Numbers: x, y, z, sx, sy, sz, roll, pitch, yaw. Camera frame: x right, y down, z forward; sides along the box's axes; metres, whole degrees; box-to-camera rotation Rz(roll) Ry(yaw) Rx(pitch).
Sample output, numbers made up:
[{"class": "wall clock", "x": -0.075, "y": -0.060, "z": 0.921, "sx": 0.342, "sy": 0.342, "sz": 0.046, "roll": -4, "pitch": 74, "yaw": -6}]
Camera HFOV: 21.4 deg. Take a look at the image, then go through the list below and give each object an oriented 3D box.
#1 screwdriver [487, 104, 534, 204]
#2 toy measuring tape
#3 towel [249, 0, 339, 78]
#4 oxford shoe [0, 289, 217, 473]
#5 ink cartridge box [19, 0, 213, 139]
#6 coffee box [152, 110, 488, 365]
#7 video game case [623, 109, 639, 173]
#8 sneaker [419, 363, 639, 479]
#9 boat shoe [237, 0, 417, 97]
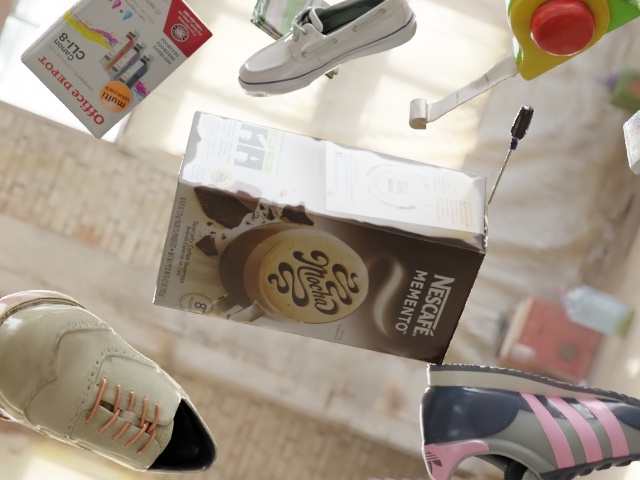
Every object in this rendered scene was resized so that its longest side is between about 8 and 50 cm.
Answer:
[{"class": "screwdriver", "x": 0.268, "y": -0.117, "z": 2.383, "sx": 0.024, "sy": 0.025, "sz": 0.169, "roll": -46, "pitch": -25, "yaw": -54}, {"class": "toy measuring tape", "x": 0.207, "y": -0.232, "z": 1.851, "sx": 0.330, "sy": 0.121, "sz": 0.121, "roll": -27, "pitch": 22, "yaw": 28}, {"class": "towel", "x": -0.023, "y": -0.307, "z": 2.354, "sx": 0.023, "sy": 0.152, "sz": 0.113, "roll": -24, "pitch": 42, "yaw": 47}, {"class": "oxford shoe", "x": -0.223, "y": 0.155, "z": 1.747, "sx": 0.140, "sy": 0.147, "sz": 0.397, "roll": -63, "pitch": -27, "yaw": -4}, {"class": "ink cartridge box", "x": -0.229, "y": -0.220, "z": 1.874, "sx": 0.176, "sy": 0.128, "sz": 0.127, "roll": -43, "pitch": 16, "yaw": 3}, {"class": "coffee box", "x": 0.000, "y": 0.000, "z": 1.658, "sx": 0.118, "sy": 0.297, "sz": 0.168, "roll": -83, "pitch": 6, "yaw": -48}, {"class": "video game case", "x": 0.474, "y": -0.171, "z": 2.304, "sx": 0.143, "sy": 0.019, "sz": 0.157, "roll": -44, "pitch": 14, "yaw": 23}, {"class": "sneaker", "x": 0.247, "y": 0.213, "z": 1.746, "sx": 0.112, "sy": 0.319, "sz": 0.131, "roll": 152, "pitch": 129, "yaw": -72}, {"class": "boat shoe", "x": -0.001, "y": -0.245, "z": 2.000, "sx": 0.083, "sy": 0.226, "sz": 0.075, "roll": -106, "pitch": -9, "yaw": -46}]
